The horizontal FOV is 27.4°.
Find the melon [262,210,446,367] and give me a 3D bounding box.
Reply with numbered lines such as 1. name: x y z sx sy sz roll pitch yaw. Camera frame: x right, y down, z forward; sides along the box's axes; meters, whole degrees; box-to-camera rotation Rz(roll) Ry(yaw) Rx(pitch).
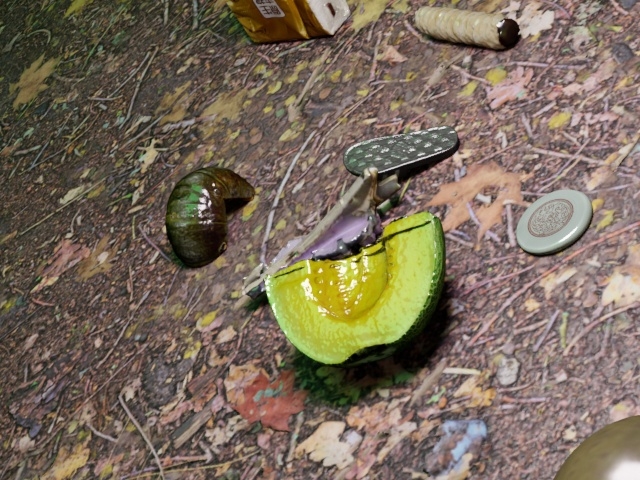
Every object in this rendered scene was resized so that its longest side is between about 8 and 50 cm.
1. melon: 0.072 0.091 1.751 0.265 0.129 0.169 -21 61 22

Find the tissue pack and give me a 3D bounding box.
1. tissue pack: -0.075 -0.465 2.446 0.226 0.183 0.092 6 51 47

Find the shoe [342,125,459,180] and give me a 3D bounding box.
1. shoe: 0.126 -0.124 1.996 0.179 0.049 0.071 -13 52 8

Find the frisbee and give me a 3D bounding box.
1. frisbee: 0.307 -0.026 1.731 0.110 0.014 0.110 -26 36 22

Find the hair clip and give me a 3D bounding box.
1. hair clip: 0.000 0.000 1.954 0.292 0.084 0.106 -39 39 13

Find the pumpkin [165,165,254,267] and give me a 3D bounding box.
1. pumpkin: -0.197 -0.056 2.183 0.119 0.107 0.183 -3 51 36

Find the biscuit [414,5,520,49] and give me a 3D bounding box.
1. biscuit: 0.235 -0.345 2.121 0.219 0.061 0.055 23 77 51

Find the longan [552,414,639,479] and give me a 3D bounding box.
1. longan: 0.312 0.278 1.225 0.246 0.215 0.246 -43 -6 -6
